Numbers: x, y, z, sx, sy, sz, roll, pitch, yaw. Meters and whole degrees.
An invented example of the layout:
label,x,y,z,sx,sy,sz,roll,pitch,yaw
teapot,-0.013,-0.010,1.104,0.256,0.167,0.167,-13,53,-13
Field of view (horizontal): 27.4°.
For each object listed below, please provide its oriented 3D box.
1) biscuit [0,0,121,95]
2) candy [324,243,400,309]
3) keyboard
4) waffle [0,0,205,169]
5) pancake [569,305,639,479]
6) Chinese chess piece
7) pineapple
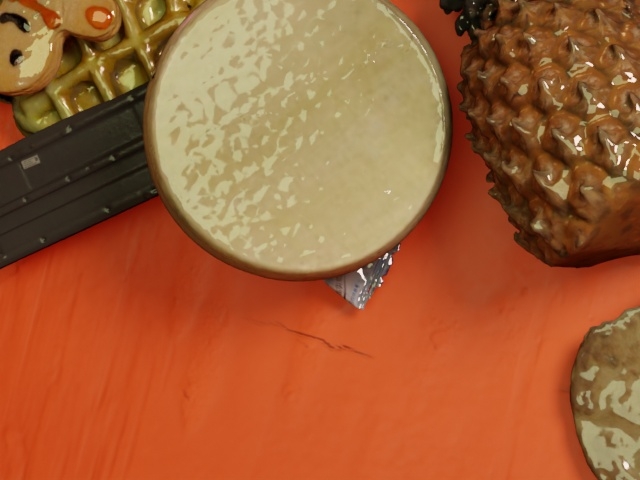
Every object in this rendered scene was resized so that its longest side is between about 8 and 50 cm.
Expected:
label,x,y,z,sx,sy,sz,roll,pitch,yaw
biscuit,-0.232,-0.233,1.149,0.153,0.030,0.234,33,96,19
candy,-0.001,0.001,1.140,0.136,0.038,0.088,21,80,10
keyboard,-0.249,-0.040,1.164,0.381,0.041,0.103,-23,92,9
waffle,-0.173,-0.207,1.184,0.297,0.073,0.317,20,96,16
pancake,0.314,0.119,1.033,0.222,0.042,0.236,33,100,11
Chinese chess piece,-0.018,-0.091,1.063,0.250,0.101,0.250,0,93,0
pineapple,0.181,-0.150,1.016,0.202,0.202,0.362,-31,68,14
